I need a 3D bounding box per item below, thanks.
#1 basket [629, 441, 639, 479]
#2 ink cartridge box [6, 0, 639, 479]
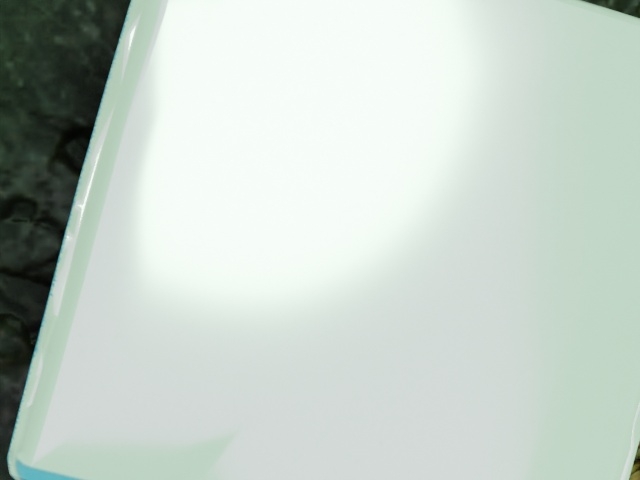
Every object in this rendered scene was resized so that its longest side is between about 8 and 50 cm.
[{"bbox_3d":[0.230,0.101,0.639,0.299,0.223,0.213,12,134,-8],"label":"basket"},{"bbox_3d":[0.000,0.000,0.607,0.198,0.270,0.197,15,90,-10],"label":"ink cartridge box"}]
